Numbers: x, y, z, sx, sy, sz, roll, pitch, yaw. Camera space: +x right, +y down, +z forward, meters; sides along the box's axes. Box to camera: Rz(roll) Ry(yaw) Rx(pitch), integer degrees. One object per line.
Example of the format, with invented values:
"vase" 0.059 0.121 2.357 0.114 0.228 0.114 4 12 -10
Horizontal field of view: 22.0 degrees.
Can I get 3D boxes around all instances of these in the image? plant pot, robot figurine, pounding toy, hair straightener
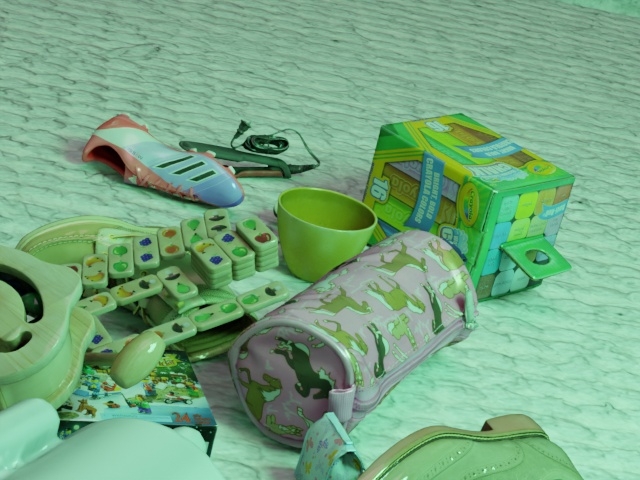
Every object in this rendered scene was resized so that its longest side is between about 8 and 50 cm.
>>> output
"plant pot" 0.000 0.000 2.188 0.134 0.095 0.134 11 24 -5
"robot figurine" -0.193 0.270 1.331 0.300 0.200 0.353 55 28 3
"pounding toy" -0.304 0.118 1.667 0.270 0.154 0.154 19 52 25
"hair straightener" -0.102 -0.132 2.436 0.230 0.089 0.047 2 22 -26

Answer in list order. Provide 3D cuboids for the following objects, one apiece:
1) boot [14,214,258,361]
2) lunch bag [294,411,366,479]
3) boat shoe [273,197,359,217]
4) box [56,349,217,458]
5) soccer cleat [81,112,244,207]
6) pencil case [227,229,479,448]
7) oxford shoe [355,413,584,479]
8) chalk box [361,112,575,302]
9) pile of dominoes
"boot" -0.217 0.060 1.943 0.262 0.095 0.203 5 26 -27
"lunch bag" 0.014 0.229 1.695 0.053 0.083 0.071 2 25 -25
"boat shoe" -0.007 -0.039 2.343 0.137 0.049 0.043 -1 -15 -25
"box" -0.241 0.167 1.741 0.233 0.044 0.159 5 25 -21
"soccer cleat" -0.222 -0.097 2.328 0.248 0.083 0.095 29 56 20
"pencil case" 0.047 0.108 1.902 0.167 0.160 0.386 -23 4 32
"oxford shoe" 0.151 0.262 1.656 0.348 0.123 0.130 -13 40 -44
"chalk box" 0.220 -0.035 2.286 0.180 0.179 0.289 -12 34 -45
"pile of dominoes" -0.174 0.035 1.855 0.251 0.040 0.196 -20 40 -23
